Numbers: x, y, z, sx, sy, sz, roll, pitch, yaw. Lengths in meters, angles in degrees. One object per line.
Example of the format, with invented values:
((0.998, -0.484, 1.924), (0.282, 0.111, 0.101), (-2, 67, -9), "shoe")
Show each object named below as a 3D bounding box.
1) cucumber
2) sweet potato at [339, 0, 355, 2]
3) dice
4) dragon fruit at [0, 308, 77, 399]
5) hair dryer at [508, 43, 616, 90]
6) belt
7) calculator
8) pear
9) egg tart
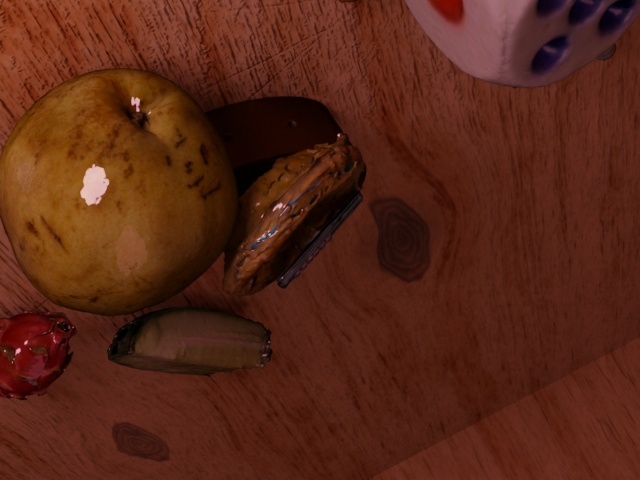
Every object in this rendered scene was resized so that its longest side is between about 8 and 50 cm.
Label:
((-0.238, 0.167, 2.412), (0.145, 0.105, 0.325), (-13, 166, 37), "cucumber")
((0.068, -0.362, 1.820), (0.044, 0.044, 0.179), (-5, 144, -39), "sweet potato")
((0.240, -0.359, 1.703), (0.251, 0.259, 0.243), (-30, 151, -17), "dice")
((-0.449, 0.168, 2.185), (0.166, 0.133, 0.136), (-38, -166, 22), "dragon fruit")
((0.367, -0.294, 2.230), (0.183, 0.044, 0.155), (-30, 152, 10), "hair dryer")
((-0.099, -0.091, 2.051), (0.339, 0.122, 0.217), (-14, 149, -27), "belt")
((0.000, 0.000, 1.971), (0.172, 0.018, 0.057), (-49, 175, -4), "calculator")
((-0.252, -0.069, 1.766), (0.304, 0.304, 0.304), (-22, 153, -12), "pear")
((-0.057, -0.038, 1.918), (0.291, 0.107, 0.291), (-47, 172, -9), "egg tart")
